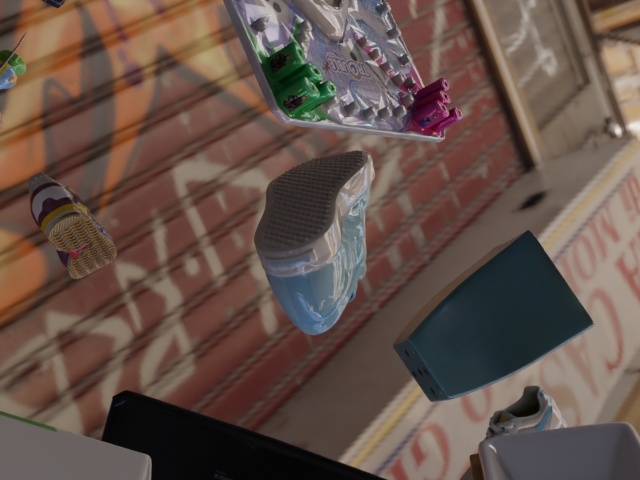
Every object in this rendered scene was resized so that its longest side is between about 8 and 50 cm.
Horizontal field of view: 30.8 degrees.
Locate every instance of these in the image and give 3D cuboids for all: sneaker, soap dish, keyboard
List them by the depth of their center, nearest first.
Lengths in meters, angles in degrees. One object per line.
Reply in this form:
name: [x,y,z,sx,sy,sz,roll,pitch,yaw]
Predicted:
keyboard: [-0.087,0.283,1.134,0.317,0.201,0.033,17,-179,17]
sneaker: [-0.295,-0.020,1.372,0.070,0.084,0.185,-29,161,-11]
soap dish: [0.308,0.336,1.402,0.229,0.118,0.291,-8,-164,4]
sneaker: [0.000,0.000,1.487,0.135,0.150,0.366,-6,-157,18]
sneaker: [0.293,0.330,1.866,0.229,0.092,0.087,-41,-156,-22]

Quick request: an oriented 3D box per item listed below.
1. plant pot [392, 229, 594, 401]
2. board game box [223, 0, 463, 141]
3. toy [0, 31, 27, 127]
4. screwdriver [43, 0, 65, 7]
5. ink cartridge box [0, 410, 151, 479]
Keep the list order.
plant pot: [0.237,0.129,1.698,0.234,0.165,0.165,-34,177,-13]
board game box: [0.001,-0.308,1.383,0.050,0.390,0.390,-30,166,29]
toy: [-0.440,-0.150,1.484,0.137,0.056,0.237,-31,-150,47]
screwdriver: [-0.348,-0.303,1.241,0.024,0.170,0.025,-58,-167,-2]
ink cartridge box: [-0.234,0.242,0.837,0.092,0.160,0.219,-95,-152,-63]
